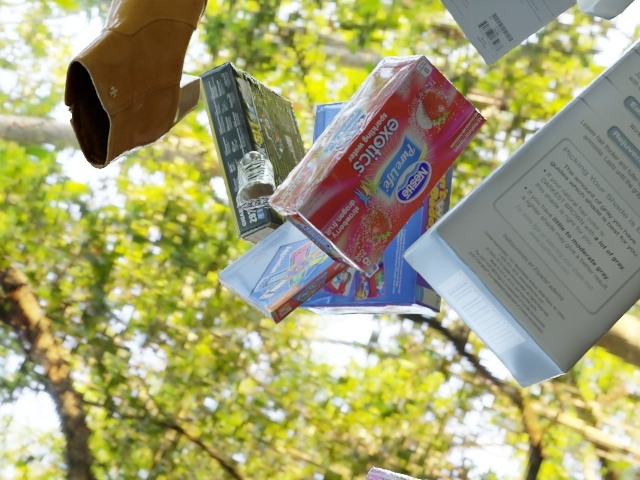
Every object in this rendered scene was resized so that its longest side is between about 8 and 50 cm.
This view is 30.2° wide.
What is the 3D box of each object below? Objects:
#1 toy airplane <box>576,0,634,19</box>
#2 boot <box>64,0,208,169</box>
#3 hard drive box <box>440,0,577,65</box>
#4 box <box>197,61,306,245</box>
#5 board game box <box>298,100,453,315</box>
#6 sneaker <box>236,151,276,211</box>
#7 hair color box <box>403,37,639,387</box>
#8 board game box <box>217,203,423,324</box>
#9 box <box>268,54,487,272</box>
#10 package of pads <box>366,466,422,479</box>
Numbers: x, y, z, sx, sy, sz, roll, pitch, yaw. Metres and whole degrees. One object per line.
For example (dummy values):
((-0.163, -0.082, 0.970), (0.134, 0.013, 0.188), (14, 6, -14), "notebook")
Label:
((0.261, -0.338, 0.797), (0.272, 0.386, 0.385), (-9, -60, -20), "toy airplane")
((-0.221, -0.245, 1.381), (0.211, 0.104, 0.295), (-42, -46, -55), "boot")
((0.227, -0.340, 1.325), (0.232, 0.089, 0.181), (-35, -56, 13), "hard drive box")
((-0.100, -0.139, 2.184), (0.257, 0.079, 0.322), (20, -129, -62), "box")
((0.089, -0.057, 1.908), (0.078, 0.233, 0.347), (23, -111, -51), "board game box")
((-0.103, -0.095, 1.829), (0.192, 0.064, 0.086), (57, -161, -87), "sneaker")
((0.286, -0.046, 1.207), (0.374, 0.185, 0.113), (-41, -3, -19), "hair color box")
((0.000, 0.000, 1.703), (0.281, 0.145, 0.027), (-38, -53, -18), "board game box")
((0.072, -0.101, 1.509), (0.128, 0.122, 0.257), (42, -98, -21), "box")
((0.093, 0.300, 1.390), (0.032, 0.083, 0.050), (-58, -23, -54), "package of pads")
